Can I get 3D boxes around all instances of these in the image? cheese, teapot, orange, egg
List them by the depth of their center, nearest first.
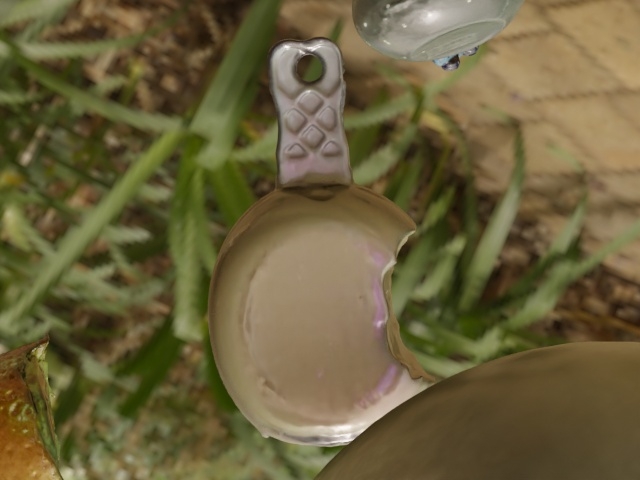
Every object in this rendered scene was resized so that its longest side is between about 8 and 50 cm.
[{"bbox_3d":[0.104,0.187,0.837,0.258,0.258,0.352,32,134,-22],"label":"egg"},{"bbox_3d":[0.000,0.000,1.217,0.163,0.286,0.082,0,-170,4],"label":"cheese"},{"bbox_3d":[0.098,-0.314,1.730,0.184,0.250,0.183,-17,169,-3],"label":"teapot"},{"bbox_3d":[-0.381,0.277,2.123,0.262,0.196,0.334,65,154,0],"label":"orange"}]

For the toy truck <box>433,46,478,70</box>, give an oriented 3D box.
[{"bbox_3d":[0.179,-0.281,2.235,0.074,0.136,0.063,33,146,32],"label":"toy truck"}]
